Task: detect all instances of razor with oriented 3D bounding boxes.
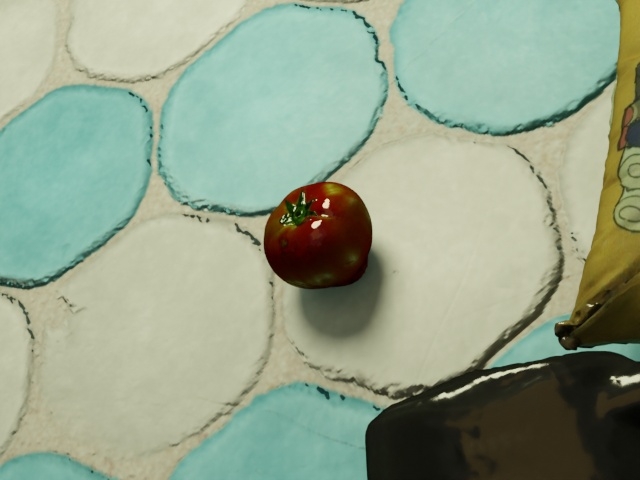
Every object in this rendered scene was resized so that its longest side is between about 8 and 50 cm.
[{"bbox_3d":[0.132,0.238,0.576,0.204,0.113,0.349,-16,60,18],"label":"razor"}]

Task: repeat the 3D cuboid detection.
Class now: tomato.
[{"bbox_3d":[0.000,0.000,0.808,0.087,0.075,0.087,-24,43,25],"label":"tomato"}]

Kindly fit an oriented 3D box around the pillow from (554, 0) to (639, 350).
[{"bbox_3d":[0.320,-0.063,0.661,0.312,0.119,0.310,2,60,27],"label":"pillow"}]
